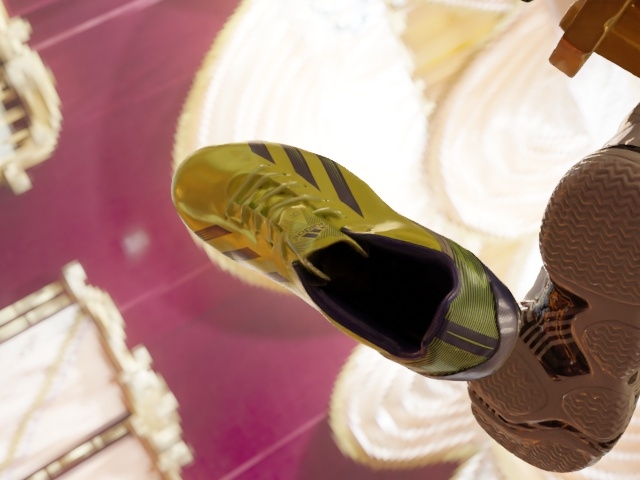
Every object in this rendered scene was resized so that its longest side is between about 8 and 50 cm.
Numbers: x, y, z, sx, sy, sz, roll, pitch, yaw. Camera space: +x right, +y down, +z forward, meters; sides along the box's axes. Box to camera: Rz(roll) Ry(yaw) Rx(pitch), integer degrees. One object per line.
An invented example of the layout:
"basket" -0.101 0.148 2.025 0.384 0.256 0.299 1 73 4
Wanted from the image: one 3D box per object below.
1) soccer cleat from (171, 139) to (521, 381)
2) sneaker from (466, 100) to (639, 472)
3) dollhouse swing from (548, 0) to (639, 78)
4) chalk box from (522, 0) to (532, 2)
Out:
"soccer cleat" 0.001 -0.001 1.087 0.289 0.121 0.093 30 -84 33
"sneaker" 0.243 0.027 1.326 0.137 0.210 0.366 35 -38 17
"dollhouse swing" 0.402 -0.245 1.470 0.315 0.305 0.347 29 -60 -9
"chalk box" 0.157 -0.278 1.306 0.132 0.213 0.132 37 -59 15
